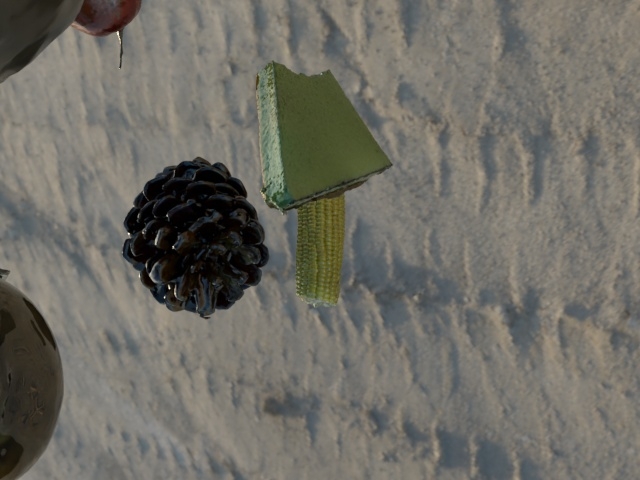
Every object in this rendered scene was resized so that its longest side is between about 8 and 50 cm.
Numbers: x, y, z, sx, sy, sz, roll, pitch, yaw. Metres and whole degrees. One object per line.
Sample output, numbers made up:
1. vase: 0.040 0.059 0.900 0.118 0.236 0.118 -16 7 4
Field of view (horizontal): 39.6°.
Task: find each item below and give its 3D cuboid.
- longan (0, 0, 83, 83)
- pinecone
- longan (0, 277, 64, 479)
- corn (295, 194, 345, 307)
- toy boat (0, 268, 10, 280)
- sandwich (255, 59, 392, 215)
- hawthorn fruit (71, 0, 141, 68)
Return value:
1. longan: -0.422 -0.353 0.919 0.404 0.404 0.436 41 110 26
2. pinecone: -0.248 0.004 1.728 0.296 0.242 0.298 41 118 45
3. longan: -0.481 0.184 1.135 0.319 0.319 0.319 25 128 38
4. corn: 0.000 0.000 1.655 0.093 0.093 0.244 -16 69 51
5. toy boat: -0.522 0.065 1.324 0.084 0.066 0.210 34 148 -12
6. sandwich: -0.034 -0.153 1.241 0.063 0.245 0.212 -39 80 37
7. hawthorn fruit: -0.370 -0.406 1.506 0.203 0.162 0.162 48 144 -16
